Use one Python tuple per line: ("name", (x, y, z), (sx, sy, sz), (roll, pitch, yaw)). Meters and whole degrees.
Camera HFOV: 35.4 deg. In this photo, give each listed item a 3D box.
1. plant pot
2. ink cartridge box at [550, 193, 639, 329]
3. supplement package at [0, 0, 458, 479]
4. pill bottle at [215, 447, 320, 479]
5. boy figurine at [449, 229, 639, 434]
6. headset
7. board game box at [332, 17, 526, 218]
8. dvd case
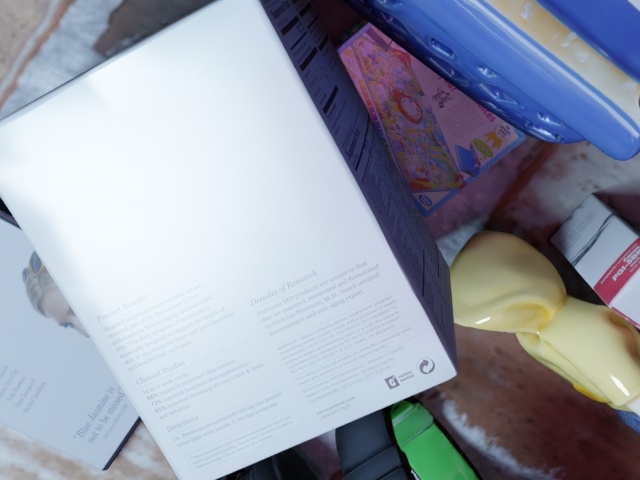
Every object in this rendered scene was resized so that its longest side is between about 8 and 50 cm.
("plant pot", (0.154, -0.198, 0.627), (0.236, 0.212, 0.236), (34, 99, -18))
("ink cartridge box", (0.254, 0.028, 0.793), (0.099, 0.135, 0.056), (33, 104, -18))
("supplement package", (-0.053, -0.019, 0.682), (0.199, 0.198, 0.263), (-25, 105, 13))
("pill bottle", (-0.099, 0.276, 0.879), (0.219, 0.123, 0.123), (-36, 112, 10))
("boy figurine", (0.219, 0.103, 0.803), (0.285, 0.177, 0.092), (38, 92, -12))
("headset", (0.144, 0.266, 0.751), (0.185, 0.394, 0.243), (-34, 135, 13))
("board game box", (0.073, -0.105, 0.777), (0.103, 0.026, 0.154), (-39, 111, 12))
("dvd case", (-0.246, 0.072, 0.831), (0.253, 0.022, 0.180), (30, 108, -16))
